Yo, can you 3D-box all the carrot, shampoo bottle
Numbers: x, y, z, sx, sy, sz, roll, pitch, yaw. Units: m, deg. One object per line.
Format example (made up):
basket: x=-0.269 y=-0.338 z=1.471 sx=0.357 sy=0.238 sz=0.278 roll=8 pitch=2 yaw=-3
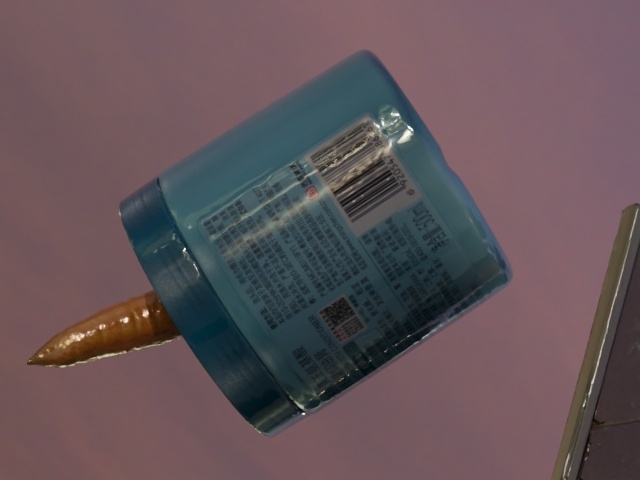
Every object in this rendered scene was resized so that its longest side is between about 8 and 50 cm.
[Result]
carrot: x=-0.257 y=0.116 z=1.945 sx=0.072 sy=0.205 sz=0.072 roll=55 pitch=-23 yaw=37
shampoo bottle: x=0.000 y=0.000 z=1.850 sx=0.331 sy=0.342 sz=0.331 roll=57 pitch=4 yaw=-7

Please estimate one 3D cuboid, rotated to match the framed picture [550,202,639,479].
framed picture: x=0.326 y=0.140 z=1.217 sx=0.315 sy=0.232 sz=0.024 roll=27 pitch=-20 yaw=-22
